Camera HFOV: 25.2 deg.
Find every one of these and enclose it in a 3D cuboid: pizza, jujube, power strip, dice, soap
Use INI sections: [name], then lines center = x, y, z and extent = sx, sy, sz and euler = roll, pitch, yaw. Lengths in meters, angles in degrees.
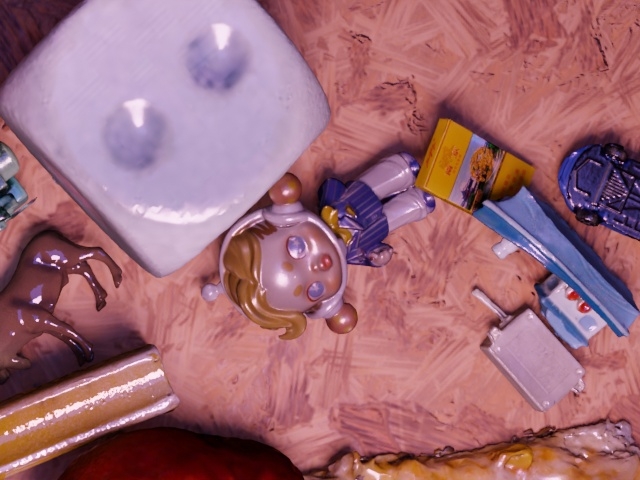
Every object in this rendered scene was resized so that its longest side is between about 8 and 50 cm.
[pizza]
center = 0.199, 0.422, 1.660
extent = 0.434, 0.080, 0.392
euler = -6, 84, -10
[jujube]
center = -0.147, 0.305, 1.511
extent = 0.318, 0.223, 0.223
euler = -2, 89, -48
[power strip]
center = 0.239, 0.126, 1.707
extent = 0.075, 0.042, 0.175
euler = -42, 95, -9
[dice]
center = -0.166, -0.138, 1.521
extent = 0.262, 0.268, 0.265
euler = -44, 96, -8
[soap]
center = -0.288, 0.193, 1.546
extent = 0.257, 0.160, 0.080
euler = -21, 89, -11

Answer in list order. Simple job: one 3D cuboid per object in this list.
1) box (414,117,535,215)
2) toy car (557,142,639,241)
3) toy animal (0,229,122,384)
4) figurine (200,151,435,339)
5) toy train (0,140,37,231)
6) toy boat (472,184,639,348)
[box]
center = 0.183, -0.075, 1.677
extent = 0.155, 0.023, 0.087
euler = 24, 87, -37
[toy car]
center = 0.385, -0.042, 1.728
extent = 0.216, 0.063, 0.103
euler = 25, 84, -4
[toy animal]
center = -0.338, 0.085, 1.583
extent = 0.186, 0.094, 0.214
euler = 23, 78, -14
[figurine]
center = -0.002, -0.011, 1.628
extent = 0.194, 0.133, 0.274
euler = 44, 74, -28
[toy train]
center = -0.408, -0.028, 1.526
extent = 0.203, 0.163, 0.112
euler = -36, 94, -11
[toy boat]
center = 0.268, 0.032, 1.680
extent = 0.098, 0.109, 0.238
euler = -41, 109, 14
